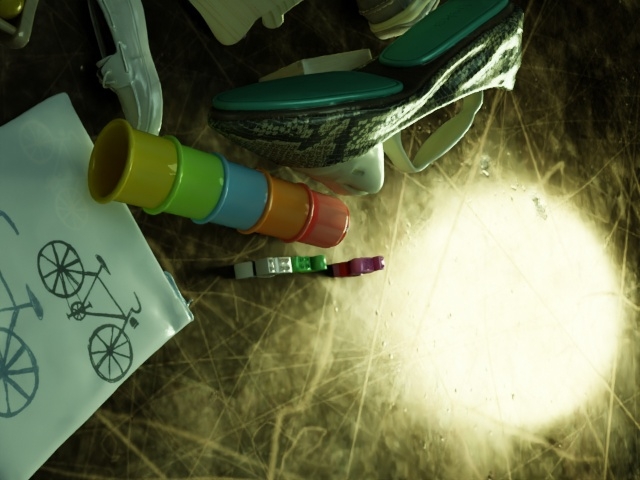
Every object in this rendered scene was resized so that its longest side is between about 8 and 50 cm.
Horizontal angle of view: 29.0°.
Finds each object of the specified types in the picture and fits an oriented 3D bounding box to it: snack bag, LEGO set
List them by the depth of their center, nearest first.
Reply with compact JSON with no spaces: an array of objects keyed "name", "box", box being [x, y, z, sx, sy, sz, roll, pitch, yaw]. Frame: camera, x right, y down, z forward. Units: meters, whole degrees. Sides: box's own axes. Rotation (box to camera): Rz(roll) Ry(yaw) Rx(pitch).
[{"name":"snack bag","box":[-0.305,0.036,1.293,0.342,0.037,0.323,-45,114,-46]},{"name":"LEGO set","box":[0.000,0.000,1.584,0.227,0.093,0.087,-1,81,-47]}]

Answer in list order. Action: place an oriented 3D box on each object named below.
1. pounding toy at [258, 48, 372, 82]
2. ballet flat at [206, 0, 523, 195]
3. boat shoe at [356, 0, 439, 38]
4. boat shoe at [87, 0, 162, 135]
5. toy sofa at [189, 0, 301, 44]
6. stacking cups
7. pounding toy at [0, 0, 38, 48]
[{"name":"pounding toy","box":[0.002,-0.181,1.622,0.130,0.141,0.100,-15,91,-33]},{"name":"ballet flat","box":[0.082,-0.157,1.507,0.483,0.164,0.182,-28,120,-34]},{"name":"boat shoe","box":[0.139,-0.458,1.823,0.130,0.132,0.355,44,50,-31]},{"name":"boat shoe","box":[-0.228,-0.202,1.418,0.063,0.066,0.184,-8,88,-34]},{"name":"toy sofa","box":[-0.154,-0.427,1.513,0.362,0.177,0.150,42,28,-32]},{"name":"stacking cups","box":[-0.101,-0.058,1.409,0.316,0.096,0.096,12,71,-35]},{"name":"pounding toy","box":[-0.291,-0.316,1.308,0.155,0.154,0.270,30,60,-39]}]
